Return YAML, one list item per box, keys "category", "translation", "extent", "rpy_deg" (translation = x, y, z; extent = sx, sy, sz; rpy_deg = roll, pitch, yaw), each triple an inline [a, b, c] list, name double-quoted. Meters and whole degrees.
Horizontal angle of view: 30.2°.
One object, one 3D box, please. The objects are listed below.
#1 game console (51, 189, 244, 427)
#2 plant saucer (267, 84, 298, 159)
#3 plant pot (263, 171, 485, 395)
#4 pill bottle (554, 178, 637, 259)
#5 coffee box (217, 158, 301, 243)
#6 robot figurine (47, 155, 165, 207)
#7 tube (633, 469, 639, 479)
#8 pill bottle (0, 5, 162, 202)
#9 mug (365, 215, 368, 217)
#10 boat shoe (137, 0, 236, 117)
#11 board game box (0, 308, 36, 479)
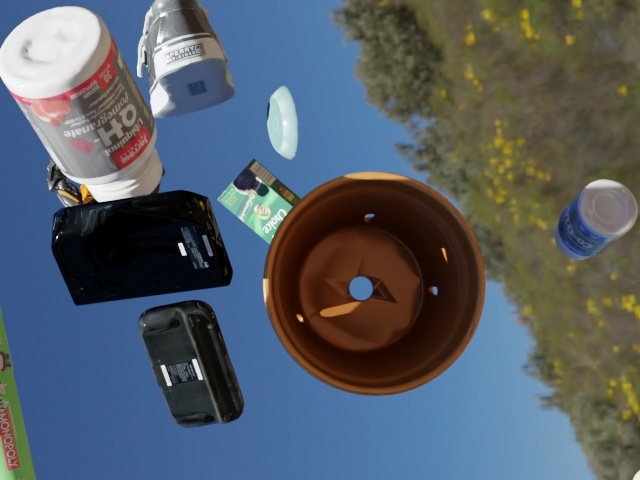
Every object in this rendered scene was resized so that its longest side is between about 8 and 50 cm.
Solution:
- category: "game console"
  translation: [-0.204, 0.103, 1.544]
  extent: [0.044, 0.213, 0.361]
  rpy_deg: [-75, -26, -57]
- category: "plant saucer"
  translation: [-0.064, -0.187, 1.892]
  extent: [0.119, 0.021, 0.119]
  rpy_deg: [173, 90, -72]
- category: "plant pot"
  translation: [0.065, 0.064, 1.624]
  extent: [0.203, 0.290, 0.291]
  rpy_deg: [122, 141, -83]
- category: "pill bottle"
  translation: [0.356, -0.023, 1.550]
  extent: [0.137, 0.078, 0.078]
  rpy_deg: [106, 162, -73]
- category: "coffee box"
  translation: [-0.093, -0.058, 2.254]
  extent: [0.184, 0.113, 0.040]
  rpy_deg: [41, -141, -6]
- category: "robot figurine"
  translation: [-0.397, -0.177, 2.136]
  extent: [0.085, 0.211, 0.291]
  rpy_deg: [117, 140, -58]
- category: "tube"
  translation: [0.573, 0.414, 1.825]
  extent: [0.240, 0.070, 0.062]
  rpy_deg: [-155, 54, -71]
- category: "pill bottle"
  translation: [-0.364, -0.199, 1.876]
  extent: [0.318, 0.176, 0.176]
  rpy_deg: [68, -159, -51]
- category: "mug"
  translation: [0.006, 0.007, 2.020]
  extent: [0.113, 0.169, 0.150]
  rpy_deg: [36, -128, -36]
- category: "boat shoe"
  translation: [-0.172, -0.225, 1.453]
  extent: [0.306, 0.113, 0.105]
  rpy_deg: [93, 161, -85]
- category: "board game box"
  translation: [-0.364, 0.176, 1.266]
  extent: [0.213, 0.046, 0.317]
  rpy_deg: [27, 127, 55]
